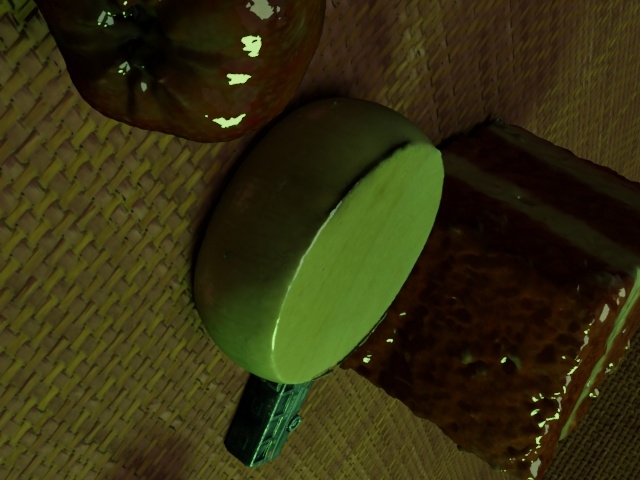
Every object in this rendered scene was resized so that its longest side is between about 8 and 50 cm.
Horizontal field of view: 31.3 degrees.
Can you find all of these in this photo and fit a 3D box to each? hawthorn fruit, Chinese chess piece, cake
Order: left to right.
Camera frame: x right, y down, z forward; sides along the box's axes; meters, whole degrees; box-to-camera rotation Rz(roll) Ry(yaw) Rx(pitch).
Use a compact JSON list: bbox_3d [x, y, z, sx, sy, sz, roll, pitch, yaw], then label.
[{"bbox_3d":[-0.058,-0.152,0.605,0.203,0.162,0.163,-68,171,-48],"label":"hawthorn fruit"},{"bbox_3d":[0.000,0.000,0.964,0.251,0.097,0.251,-45,153,-30],"label":"Chinese chess piece"},{"bbox_3d":[0.216,0.054,1.257,0.319,0.269,0.270,-29,144,-48],"label":"cake"}]

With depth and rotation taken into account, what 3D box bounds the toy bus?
[{"bbox_3d":[-0.041,0.146,1.130,0.065,0.047,0.166,-14,132,-55],"label":"toy bus"}]
